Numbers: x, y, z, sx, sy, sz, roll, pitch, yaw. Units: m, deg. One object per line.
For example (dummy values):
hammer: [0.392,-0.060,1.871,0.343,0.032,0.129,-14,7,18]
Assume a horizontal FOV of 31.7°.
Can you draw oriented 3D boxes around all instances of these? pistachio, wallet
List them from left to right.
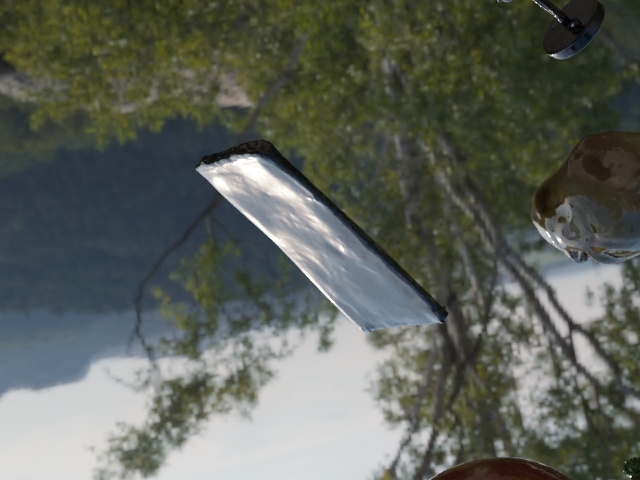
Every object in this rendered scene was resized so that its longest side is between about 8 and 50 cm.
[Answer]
wallet: [-0.001,0.001,1.157,0.146,0.285,0.030,-6,-134,55]
pistachio: [0.291,-0.045,1.113,0.130,0.131,0.206,14,-159,37]

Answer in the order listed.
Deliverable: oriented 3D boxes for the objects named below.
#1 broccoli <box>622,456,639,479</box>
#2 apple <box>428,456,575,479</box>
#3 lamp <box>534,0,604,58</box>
broccoli: [0.528,0.491,1.804,0.245,0.294,0.265,10,177,0]
apple: [0.232,0.448,1.408,0.349,0.348,0.277,-12,179,30]
lamp: [0.256,-0.416,1.698,0.371,0.130,0.108,34,179,-1]
